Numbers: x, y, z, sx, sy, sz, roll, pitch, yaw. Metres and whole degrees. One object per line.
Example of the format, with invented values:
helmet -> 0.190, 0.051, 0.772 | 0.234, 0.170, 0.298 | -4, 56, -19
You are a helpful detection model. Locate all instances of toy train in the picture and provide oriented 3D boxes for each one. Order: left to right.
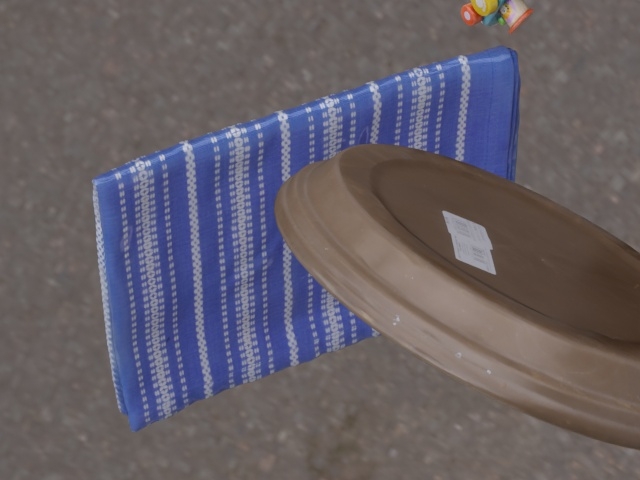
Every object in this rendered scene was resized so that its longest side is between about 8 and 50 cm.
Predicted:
toy train -> 0.198, -0.222, 1.520 | 0.166, 0.125, 0.046 | -41, 73, 22

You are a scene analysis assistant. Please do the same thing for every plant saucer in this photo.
plant saucer -> 0.107, 0.021, 0.991 | 0.278, 0.278, 0.041 | 44, 116, 41

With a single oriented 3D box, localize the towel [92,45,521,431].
towel -> 0.000, 0.000, 1.333 | 0.336, 0.243, 0.040 | -19, 44, -21
